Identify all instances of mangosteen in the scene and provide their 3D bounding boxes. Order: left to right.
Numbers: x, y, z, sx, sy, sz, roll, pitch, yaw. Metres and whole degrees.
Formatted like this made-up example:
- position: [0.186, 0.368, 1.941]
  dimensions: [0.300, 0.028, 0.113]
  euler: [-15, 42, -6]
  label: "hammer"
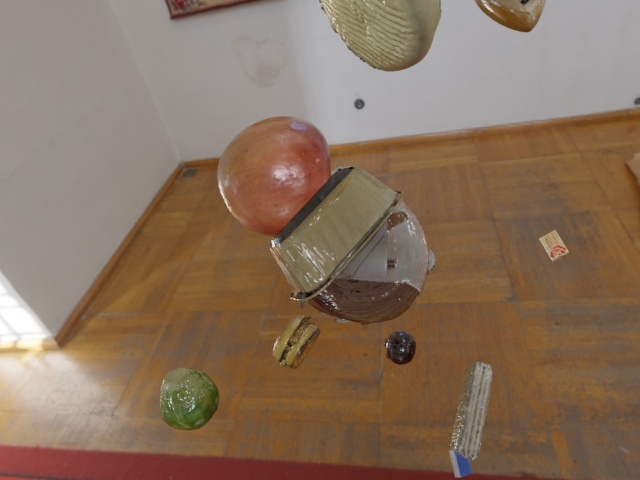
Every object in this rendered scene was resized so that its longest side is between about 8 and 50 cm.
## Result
- position: [0.344, 0.469, 1.917]
  dimensions: [0.152, 0.153, 0.153]
  euler: [-8, 39, 7]
  label: "mangosteen"

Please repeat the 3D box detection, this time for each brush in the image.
- position: [0.457, -0.636, 1.030]
  dimensions: [0.174, 0.166, 0.267]
  euler: [-18, 64, 15]
  label: "brush"

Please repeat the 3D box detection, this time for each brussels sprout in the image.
- position: [-0.324, 0.392, 1.076]
  dimensions: [0.154, 0.155, 0.117]
  euler: [-19, 21, -7]
  label: "brussels sprout"

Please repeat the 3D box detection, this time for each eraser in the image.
- position: [0.467, 0.737, 1.450]
  dimensions: [0.063, 0.027, 0.085]
  euler: [4, 64, -32]
  label: "eraser"

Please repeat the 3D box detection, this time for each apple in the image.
- position: [-0.128, -0.180, 1.279]
  dimensions: [0.363, 0.364, 0.364]
  euler: [-8, 39, 7]
  label: "apple"

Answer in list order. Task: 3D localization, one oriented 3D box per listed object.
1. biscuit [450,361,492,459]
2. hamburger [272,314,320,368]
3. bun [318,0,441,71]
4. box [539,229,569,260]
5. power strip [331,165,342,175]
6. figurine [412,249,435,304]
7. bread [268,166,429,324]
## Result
- position: [0.391, 0.438, 1.126]
  dimensions: [0.061, 0.108, 0.239]
  euler: [14, 66, 13]
  label: "biscuit"
- position: [-0.089, 0.360, 1.531]
  dimensions: [0.117, 0.191, 0.182]
  euler: [33, 47, 18]
  label: "hamburger"
- position: [0.121, -0.473, 0.848]
  dimensions: [0.146, 0.287, 0.287]
  euler: [-45, 45, -8]
  label: "bun"
- position: [0.771, 0.017, 1.439]
  dimensions: [0.058, 0.015, 0.093]
  euler: [-38, 42, 30]
  label: "box"
- position: [0.078, -0.220, 1.524]
  dimensions: [0.047, 0.030, 0.191]
  euler: [-37, 30, 3]
  label: "power strip"
- position: [0.217, 0.094, 1.090]
  dimensions: [0.132, 0.154, 0.132]
  euler: [-3, 38, 2]
  label: "figurine"
- position: [0.053, 0.018, 0.639]
  dimensions: [0.224, 0.212, 0.142]
  euler: [-47, 9, -18]
  label: "bread"
